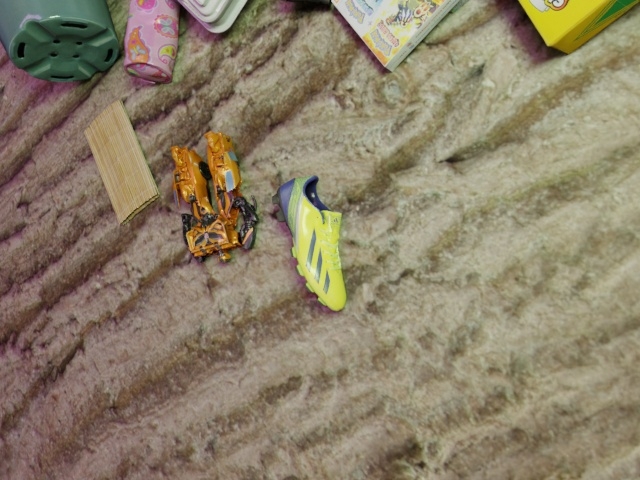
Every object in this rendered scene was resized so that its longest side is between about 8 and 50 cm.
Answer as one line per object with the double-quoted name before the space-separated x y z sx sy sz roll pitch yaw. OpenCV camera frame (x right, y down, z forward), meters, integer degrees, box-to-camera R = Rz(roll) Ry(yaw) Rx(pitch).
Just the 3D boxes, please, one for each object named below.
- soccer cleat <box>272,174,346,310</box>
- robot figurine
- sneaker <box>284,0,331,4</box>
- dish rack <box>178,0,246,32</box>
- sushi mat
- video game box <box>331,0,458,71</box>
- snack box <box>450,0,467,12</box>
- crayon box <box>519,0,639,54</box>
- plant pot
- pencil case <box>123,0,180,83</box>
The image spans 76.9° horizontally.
"soccer cleat" -0.001 -0.001 0.818 0.121 0.093 0.289 -25 78 12
"robot figurine" -0.254 -0.089 0.928 0.211 0.085 0.290 -15 81 22
"sneaker" -0.009 -0.608 0.875 0.118 0.083 0.221 13 82 1
"dish rack" -0.236 -0.662 0.853 0.285 0.072 0.333 45 115 1
"sushi mat" -0.539 -0.214 1.086 0.151 0.019 0.316 -32 75 19
"video game box" 0.143 -0.477 0.791 0.187 0.048 0.205 -43 72 31
"snack box" 0.253 -0.528 0.774 0.100 0.037 0.141 -36 75 18
"crayon box" 0.414 -0.540 0.601 0.313 0.106 0.362 -37 71 49
"plant pot" -0.702 -0.623 1.030 0.341 0.341 0.334 -26 86 19
"pencil case" -0.416 -0.546 1.008 0.124 0.124 0.283 2 87 22
